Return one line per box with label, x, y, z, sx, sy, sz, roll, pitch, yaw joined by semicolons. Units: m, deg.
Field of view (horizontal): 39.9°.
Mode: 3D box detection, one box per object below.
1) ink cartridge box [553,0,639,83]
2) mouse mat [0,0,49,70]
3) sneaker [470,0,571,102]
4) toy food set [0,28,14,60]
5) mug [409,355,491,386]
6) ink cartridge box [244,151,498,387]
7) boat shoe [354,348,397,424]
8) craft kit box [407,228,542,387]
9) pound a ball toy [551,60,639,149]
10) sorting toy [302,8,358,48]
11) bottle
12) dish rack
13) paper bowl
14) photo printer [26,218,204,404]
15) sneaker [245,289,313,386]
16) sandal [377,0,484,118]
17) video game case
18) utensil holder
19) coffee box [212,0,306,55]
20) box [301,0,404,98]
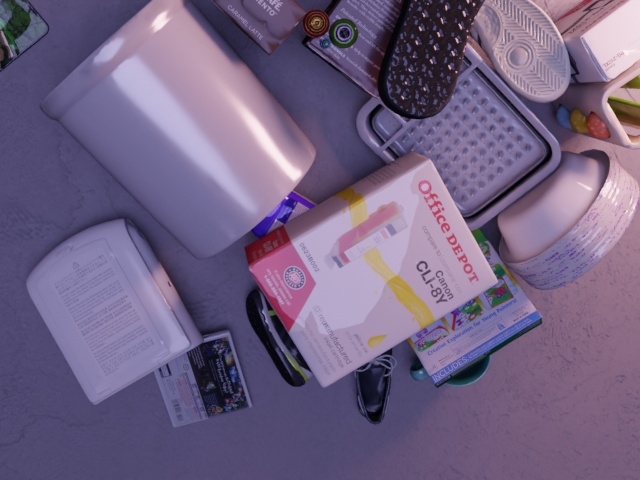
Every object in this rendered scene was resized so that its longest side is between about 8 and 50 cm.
ink cartridge box;0.512;-0.376;1.635;0.172;0.237;0.100;-37;104;-5
mouse mat;-0.622;-0.422;1.644;0.152;0.007;0.190;-38;103;4
sneaker;0.336;-0.399;1.636;0.131;0.148;0.350;-37;83;11
toy food set;-0.635;-0.348;1.649;0.122;0.019;0.078;-19;105;7
mug;0.267;0.227;1.842;0.157;0.097;0.130;5;104;-6
ink cartridge box;0.092;0.047;1.652;0.384;0.160;0.279;-31;103;0
boat shoe;0.108;0.258;1.843;0.095;0.079;0.255;1;104;-6
craft kit box;0.271;0.125;1.768;0.249;0.061;0.247;-32;68;3
pound a ball toy;0.555;-0.215;1.647;0.135;0.319;0.208;-34;105;4
sorting toy;0.016;-0.362;1.528;0.102;0.042;0.061;16;101;-7
bottle;0.000;0.000;1.763;0.282;0.092;0.118;31;102;-12
dish rack;0.265;-0.206;1.693;0.333;0.072;0.285;45;123;-6
paper bowl;0.455;-0.056;1.694;0.148;0.284;0.284;40;97;-13
photo printer;-0.408;0.127;1.718;0.256;0.107;0.308;-31;88;6
sneaker;-0.070;0.191;1.824;0.097;0.084;0.235;-33;107;-22
sandal;0.206;-0.424;1.513;0.167;0.107;0.446;25;89;-16
video game case;-0.248;0.287;1.831;0.173;0.022;0.190;-14;114;-2
utensil holder;-0.245;-0.203;1.574;0.327;0.327;0.385;-40;106;5
coffee box;-0.112;-0.415;1.571;0.141;0.246;0.098;41;97;-14
box;0.092;-0.395;1.635;0.167;0.168;0.203;35;98;-11
